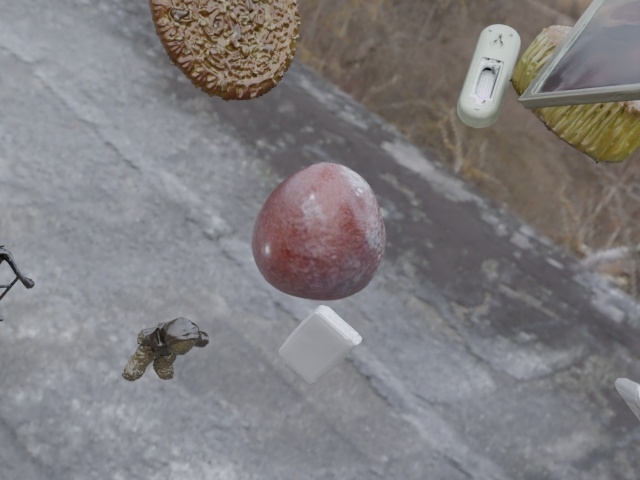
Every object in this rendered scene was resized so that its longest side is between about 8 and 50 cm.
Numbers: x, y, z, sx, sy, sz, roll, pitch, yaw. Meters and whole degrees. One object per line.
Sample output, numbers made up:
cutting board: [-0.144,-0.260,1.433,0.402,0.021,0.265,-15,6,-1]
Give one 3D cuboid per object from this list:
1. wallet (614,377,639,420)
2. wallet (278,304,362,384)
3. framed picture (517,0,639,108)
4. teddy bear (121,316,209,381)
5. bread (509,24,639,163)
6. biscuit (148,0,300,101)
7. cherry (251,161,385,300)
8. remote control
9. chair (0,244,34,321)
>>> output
wallet: [0.542,0.284,1.861,0.124,0.032,0.183,56,1,2]
wallet: [-0.006,0.177,1.893,0.095,0.190,0.033,44,52,0]
framed picture: [0.407,-0.264,1.454,0.211,0.020,0.289,1,41,43]
teddy bear: [-0.239,0.157,1.746,0.119,0.160,0.078,7,58,-35]
bread: [0.451,-0.249,1.910,0.227,0.142,0.253,19,27,-36]
biscuit: [-0.135,-0.358,1.687,0.038,0.305,0.305,-3,5,43]
cherry: [0.000,0.000,2.000,0.236,0.285,0.213,-7,43,-35]
remote control: [0.302,-0.298,2.011,0.078,0.042,0.221,15,65,12]
chair: [-0.619,0.035,1.934,0.229,0.113,0.106,47,18,16]
